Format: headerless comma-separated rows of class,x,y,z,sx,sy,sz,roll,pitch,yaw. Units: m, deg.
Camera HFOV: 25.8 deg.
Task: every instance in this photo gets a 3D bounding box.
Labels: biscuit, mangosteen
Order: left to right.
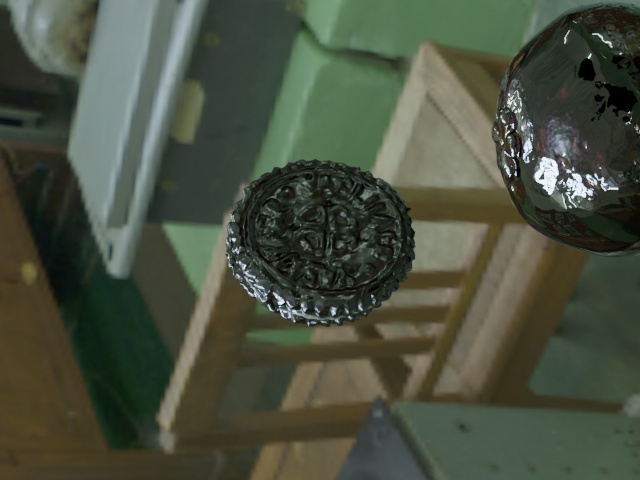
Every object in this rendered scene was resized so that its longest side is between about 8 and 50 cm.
biscuit,0.000,0.000,1.391,0.053,0.194,0.195,99,160,-56
mangosteen,0.348,-0.121,1.591,0.297,0.313,0.297,-23,62,53
